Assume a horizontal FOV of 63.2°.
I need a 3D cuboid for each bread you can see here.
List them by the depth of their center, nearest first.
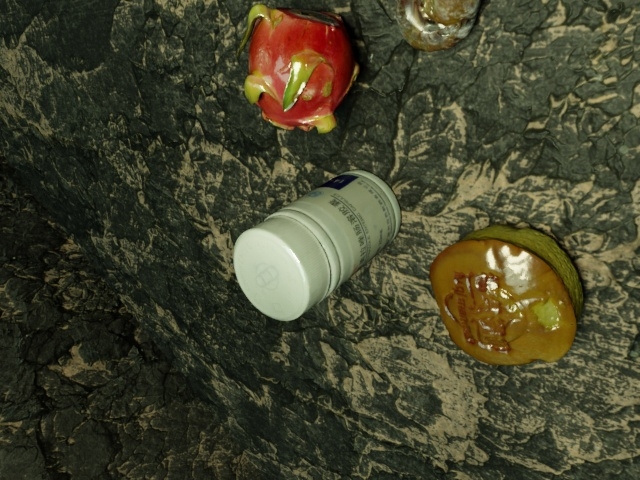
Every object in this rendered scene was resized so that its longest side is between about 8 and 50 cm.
[{"bbox_3d":[0.331,0.102,0.946,0.270,0.148,0.270,21,127,31],"label":"bread"}]

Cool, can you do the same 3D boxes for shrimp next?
[{"bbox_3d":[0.181,-0.444,0.753,0.145,0.116,0.343,27,137,24],"label":"shrimp"}]

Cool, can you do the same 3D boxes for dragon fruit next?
[{"bbox_3d":[-0.043,-0.314,0.966,0.224,0.224,0.227,33,118,22],"label":"dragon fruit"}]

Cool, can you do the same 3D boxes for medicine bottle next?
[{"bbox_3d":[0.000,0.000,1.036,0.190,0.332,0.190,22,128,30],"label":"medicine bottle"}]
